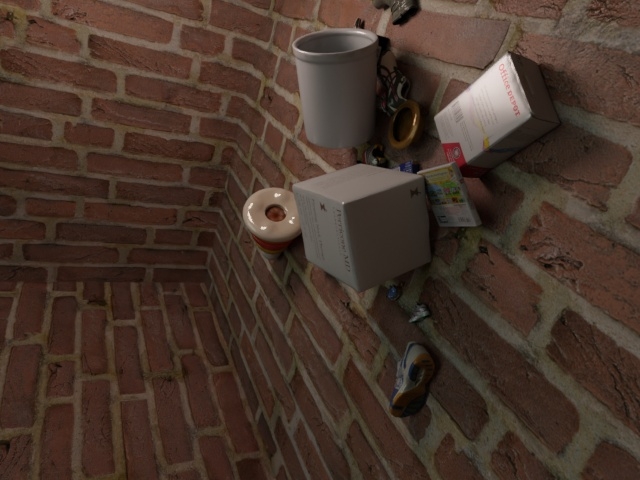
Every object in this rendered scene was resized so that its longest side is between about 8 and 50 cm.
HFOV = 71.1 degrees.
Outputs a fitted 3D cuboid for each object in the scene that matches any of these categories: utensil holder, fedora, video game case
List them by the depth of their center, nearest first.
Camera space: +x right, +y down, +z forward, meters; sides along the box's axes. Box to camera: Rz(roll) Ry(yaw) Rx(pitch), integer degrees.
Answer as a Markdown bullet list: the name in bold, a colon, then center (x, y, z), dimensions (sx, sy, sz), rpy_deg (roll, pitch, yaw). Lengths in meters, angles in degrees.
- **video game case**: center (0.405, -0.141, 1.432), dimensions (0.206, 0.026, 0.227), rpy_deg (65, 169, -8)
- **fedora**: center (0.335, -0.428, 1.684), dimensions (0.194, 0.079, 0.194), rpy_deg (-31, 54, 56)
- **utensil holder**: center (0.069, -0.612, 1.813), dimensions (0.327, 0.328, 0.385), rpy_deg (-123, 21, -47)

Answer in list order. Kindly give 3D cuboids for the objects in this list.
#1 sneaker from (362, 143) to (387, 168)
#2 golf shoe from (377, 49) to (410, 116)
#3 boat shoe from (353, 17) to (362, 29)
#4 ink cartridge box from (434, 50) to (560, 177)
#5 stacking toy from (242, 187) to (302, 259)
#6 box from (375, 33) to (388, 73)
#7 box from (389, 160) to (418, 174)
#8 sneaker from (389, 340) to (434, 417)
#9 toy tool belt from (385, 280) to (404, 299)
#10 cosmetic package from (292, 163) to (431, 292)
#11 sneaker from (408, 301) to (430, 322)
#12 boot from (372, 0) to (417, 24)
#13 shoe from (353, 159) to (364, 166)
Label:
- **sneaker**: center (0.229, -0.298, 1.849), dimensions (0.093, 0.088, 0.225), rpy_deg (-34, 58, 53)
- **golf shoe**: center (0.300, -0.632, 1.777), dimensions (0.120, 0.105, 0.272), rpy_deg (-9, 80, 39)
- **boat shoe**: center (0.173, -0.954, 2.067), dimensions (0.043, 0.049, 0.136), rpy_deg (13, 98, 18)
- **ink cartridge box**: center (0.505, -0.355, 1.322), dimensions (0.306, 0.131, 0.225), rpy_deg (-37, 56, 53)
- **stacking toy**: center (-0.273, -0.042, 2.572), dimensions (0.479, 0.351, 0.350), rpy_deg (108, 152, -57)
- **box**: center (0.182, -0.825, 1.967), dimensions (0.207, 0.108, 0.153), rpy_deg (39, 121, 55)
- **box**: center (0.322, -0.181, 1.720), dimensions (0.136, 0.037, 0.224), rpy_deg (-9, 80, 60)
- **sneaker**: center (0.321, 0.499, 1.610), dimensions (0.131, 0.112, 0.296), rpy_deg (-107, 33, -63)
- **toy tool belt**: center (0.285, 0.193, 1.732), dimensions (0.052, 0.051, 0.083), rpy_deg (61, 137, 44)
- **cosmetic package**: center (0.145, -0.069, 1.638), dimensions (0.394, 0.328, 0.328), rpy_deg (28, 133, 58)
- **sneaker**: center (0.353, 0.256, 1.624), dimensions (0.098, 0.038, 0.069), rpy_deg (-38, 53, 42)
- **boot**: center (0.294, -0.952, 1.819), dimensions (0.247, 0.084, 0.160), rpy_deg (1, 94, 62)
- **shoe**: center (0.181, -0.278, 1.955), dimensions (0.177, 0.064, 0.081), rpy_deg (-113, 33, -45)
